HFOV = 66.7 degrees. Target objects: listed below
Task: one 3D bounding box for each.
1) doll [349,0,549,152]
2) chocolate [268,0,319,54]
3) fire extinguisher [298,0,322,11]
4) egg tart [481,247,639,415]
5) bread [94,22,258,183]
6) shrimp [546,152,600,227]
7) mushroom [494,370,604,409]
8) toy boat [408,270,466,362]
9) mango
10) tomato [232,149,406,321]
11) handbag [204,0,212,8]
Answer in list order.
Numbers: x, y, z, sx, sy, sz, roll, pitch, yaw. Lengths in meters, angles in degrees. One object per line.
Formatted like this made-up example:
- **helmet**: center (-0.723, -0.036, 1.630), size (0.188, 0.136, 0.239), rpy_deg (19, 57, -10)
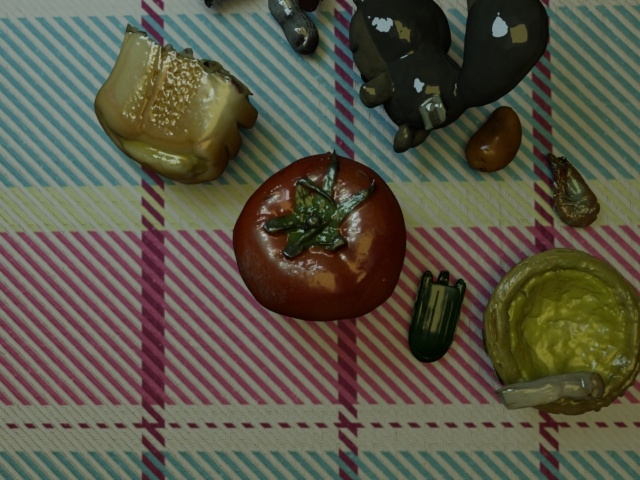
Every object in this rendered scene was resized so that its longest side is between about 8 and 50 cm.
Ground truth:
- **doll**: center (0.229, -0.407, 0.964), size (0.378, 0.252, 0.383), rpy_deg (-21, 85, 30)
- **chocolate**: center (-0.059, -0.487, 1.084), size (0.072, 0.072, 0.167), rpy_deg (-33, 86, 0)
- **fire extinguisher**: center (-0.003, -0.570, 1.081), size (0.078, 0.045, 0.157), rpy_deg (23, 58, -15)
- **egg tart**: center (0.497, 0.189, 1.023), size (0.345, 0.132, 0.346), rpy_deg (0, 89, 0)
- **bread**: center (-0.296, -0.261, 1.024), size (0.315, 0.211, 0.270), rpy_deg (26, 99, 6)
- **shrimp**: center (0.551, -0.114, 1.074), size (0.091, 0.043, 0.184), rpy_deg (-23, 89, 4)
- **mushroom**: center (0.444, 0.292, 0.941), size (0.202, 0.054, 0.059), rpy_deg (-10, 93, 8)
- **toy boat**: center (0.253, 0.168, 1.071), size (0.104, 0.052, 0.210), rpy_deg (13, 90, -1)
- **mango**: center (0.388, -0.219, 1.061), size (0.105, 0.084, 0.159), rpy_deg (36, 90, -4)
- **tomato**: center (0.000, 0.000, 0.978), size (0.341, 0.273, 0.342), rpy_deg (-2, 76, 8)
- **handbag**: center (-0.186, -0.717, 1.042), size (0.325, 0.162, 0.327), rpy_deg (-23, 85, 3)
